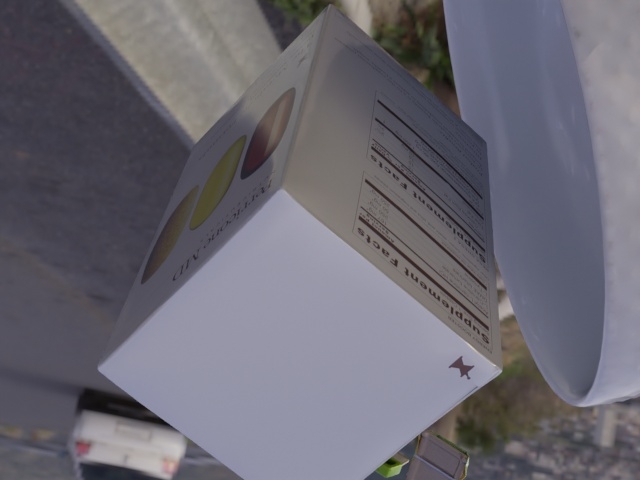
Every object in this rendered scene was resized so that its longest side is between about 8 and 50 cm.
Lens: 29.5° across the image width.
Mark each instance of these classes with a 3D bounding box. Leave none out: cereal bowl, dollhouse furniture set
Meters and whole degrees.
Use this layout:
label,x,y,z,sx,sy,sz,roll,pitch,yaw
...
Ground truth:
label,x,y,z,sx,sy,sz,roll,pitch,yaw
cereal bowl,0.172,-0.081,0.693,0.141,0.339,0.339,-13,168,-2
dollhouse furniture set,0.099,0.213,1.270,0.151,0.076,0.058,29,-153,29

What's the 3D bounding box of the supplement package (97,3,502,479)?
label,x,y,z,sx,sy,sz,roll,pitch,yaw
supplement package,0.000,0.000,0.644,0.134,0.244,0.139,39,115,-15
